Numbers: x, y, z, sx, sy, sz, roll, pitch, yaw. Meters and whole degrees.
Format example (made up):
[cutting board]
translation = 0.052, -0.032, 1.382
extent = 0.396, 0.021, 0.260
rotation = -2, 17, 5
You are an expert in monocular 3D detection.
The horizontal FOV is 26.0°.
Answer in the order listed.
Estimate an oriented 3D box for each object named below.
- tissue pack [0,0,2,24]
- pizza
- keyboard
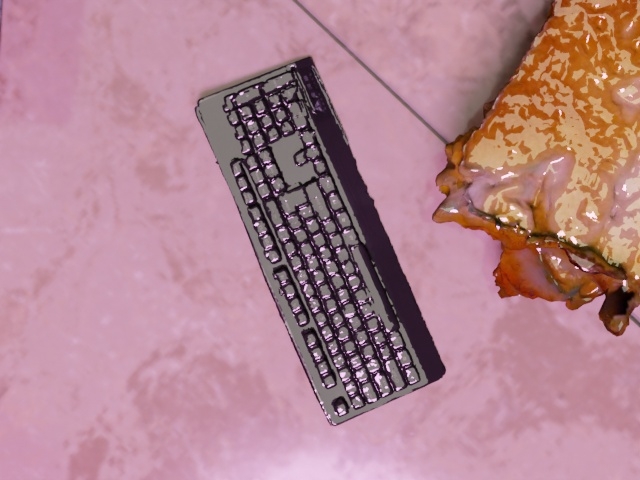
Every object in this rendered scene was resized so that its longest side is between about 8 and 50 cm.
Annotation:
[tissue pack]
translation = -0.219, -0.175, 0.650
extent = 0.081, 0.257, 0.185
rotation = 6, 92, 3
[pizza]
translation = 0.163, -0.052, 0.728
extent = 0.229, 0.081, 0.289
rotation = -20, 89, -5
[keyboard]
translation = 0.000, 0.000, 0.768
extent = 0.074, 0.015, 0.196
rotation = -23, 91, 1
